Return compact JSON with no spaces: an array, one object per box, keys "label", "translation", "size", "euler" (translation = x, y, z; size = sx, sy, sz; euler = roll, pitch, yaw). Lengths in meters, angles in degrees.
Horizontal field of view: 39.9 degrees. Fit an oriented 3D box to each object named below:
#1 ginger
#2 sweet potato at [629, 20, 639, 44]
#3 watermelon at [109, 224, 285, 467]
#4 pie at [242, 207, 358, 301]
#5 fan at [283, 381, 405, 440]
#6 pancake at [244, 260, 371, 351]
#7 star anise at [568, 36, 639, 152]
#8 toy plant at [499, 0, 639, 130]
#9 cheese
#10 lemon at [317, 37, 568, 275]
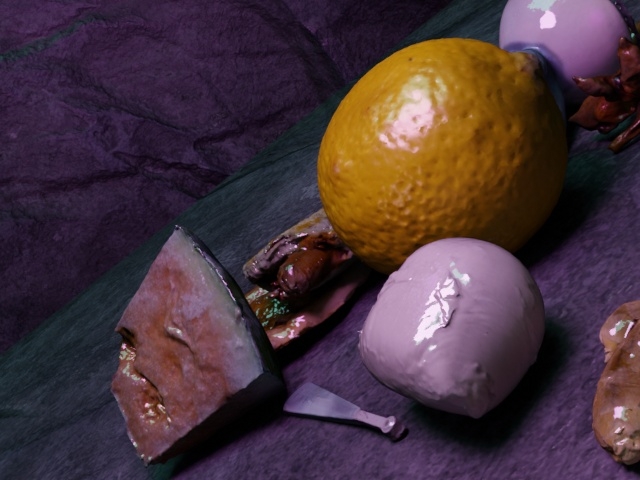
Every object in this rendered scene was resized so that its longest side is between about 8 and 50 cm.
[{"label":"ginger","translation":[0.296,0.099,0.761],"size":[0.133,0.059,0.214],"euler":[-29,16,41]},{"label":"sweet potato","translation":[0.577,-0.372,1.443],"size":[0.202,0.055,0.058],"euler":[-38,-20,6]},{"label":"watermelon","translation":[-0.178,0.145,1.289],"size":[0.302,0.264,0.151],"euler":[-46,-25,27]},{"label":"pie","translation":[-0.001,-0.002,1.402],"size":[0.274,0.105,0.257],"euler":[-31,13,-18]},{"label":"fan","translation":[0.022,0.215,1.093],"size":[0.057,0.023,0.282],"euler":[-42,15,-19]},{"label":"pancake","translation":[-0.067,0.114,1.467],"size":[0.356,0.065,0.356],"euler":[-31,16,10]},{"label":"star anise","translation":[0.444,-0.212,1.196],"size":[0.196,0.111,0.212],"euler":[-23,-19,-16]},{"label":"toy plant","translation":[0.307,-0.237,1.376],"size":[0.332,0.247,0.247],"euler":[-46,18,-14]},{"label":"cheese","translation":[0.145,0.089,0.931],"size":[0.189,0.154,0.198],"euler":[-61,24,-8]},{"label":"lemon","translation":[0.158,-0.101,1.166],"size":[0.336,0.336,0.336],"euler":[-34,17,12]}]
